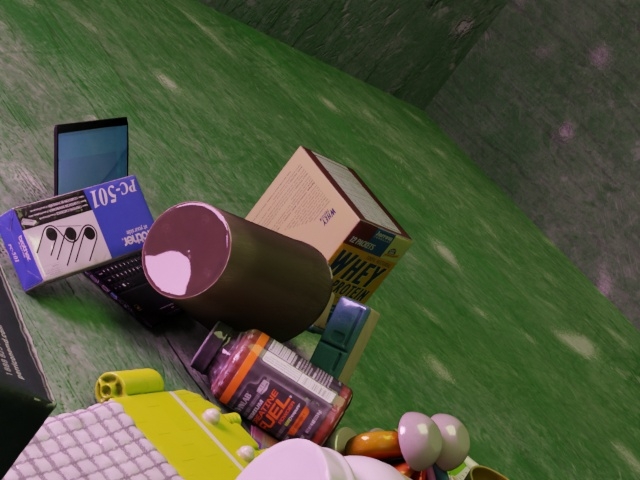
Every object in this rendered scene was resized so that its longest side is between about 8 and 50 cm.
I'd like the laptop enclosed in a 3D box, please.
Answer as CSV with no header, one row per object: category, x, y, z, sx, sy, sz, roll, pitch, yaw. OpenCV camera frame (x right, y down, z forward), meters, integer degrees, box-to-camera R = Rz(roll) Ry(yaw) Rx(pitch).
laptop,-0.250,-0.030,2.047,0.264,0.136,0.234,40,17,8

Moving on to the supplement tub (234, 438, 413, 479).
supplement tub,0.065,0.355,1.451,0.331,0.241,0.241,34,16,-25

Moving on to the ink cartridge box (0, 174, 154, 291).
ink cartridge box,-0.299,-0.012,1.875,0.207,0.046,0.097,-21,87,-49

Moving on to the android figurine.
android figurine,-0.146,0.239,1.682,0.248,0.056,0.273,45,19,23

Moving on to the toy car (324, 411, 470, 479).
toy car,0.103,0.299,1.932,0.182,0.159,0.136,13,64,-56

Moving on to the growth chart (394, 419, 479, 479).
growth chart,0.174,0.330,2.172,0.172,0.021,0.237,38,15,3

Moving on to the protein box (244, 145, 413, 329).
protein box,0.000,0.000,2.379,0.136,0.199,0.201,21,23,-45

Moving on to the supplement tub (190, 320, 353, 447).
supplement tub,-0.065,0.183,1.903,0.198,0.106,0.106,32,16,0

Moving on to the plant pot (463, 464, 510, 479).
plant pot,0.224,0.381,2.000,0.134,0.095,0.134,35,16,-12

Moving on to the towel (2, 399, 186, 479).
towel,-0.207,0.281,1.239,0.235,0.121,0.284,-13,45,-42

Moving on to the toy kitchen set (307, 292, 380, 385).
toy kitchen set,-0.054,0.104,2.155,0.207,0.122,0.166,22,-6,31

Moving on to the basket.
basket,-0.123,0.042,1.954,0.227,0.204,0.154,33,49,-60

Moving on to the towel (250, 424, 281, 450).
towel,-0.064,0.264,1.864,0.060,0.009,0.083,35,17,-12

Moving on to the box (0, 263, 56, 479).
box,-0.437,0.103,1.004,0.395,0.293,0.212,25,20,-40
